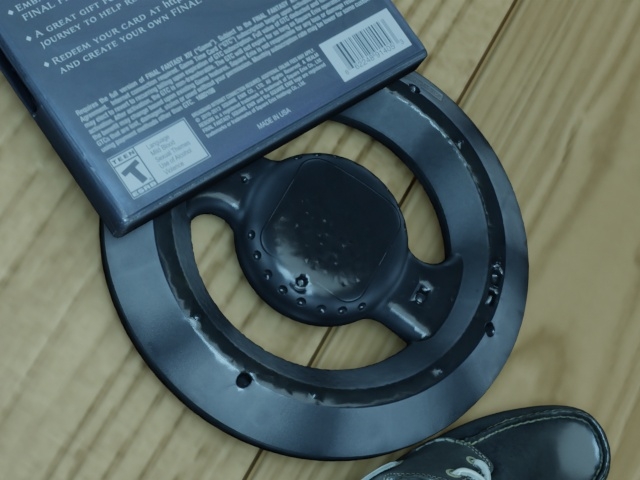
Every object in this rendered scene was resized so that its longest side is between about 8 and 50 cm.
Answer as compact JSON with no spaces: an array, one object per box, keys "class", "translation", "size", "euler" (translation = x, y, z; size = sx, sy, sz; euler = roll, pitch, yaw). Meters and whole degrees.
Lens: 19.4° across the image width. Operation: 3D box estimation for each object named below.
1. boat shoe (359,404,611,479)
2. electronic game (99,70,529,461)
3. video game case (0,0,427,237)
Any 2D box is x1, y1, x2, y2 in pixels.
[{"class":"boat shoe","translation":[0.061,0.143,0.938],"size":[0.233,0.079,0.084],"euler":[-20,85,-28]},{"class":"electronic game","translation":[0.000,0.000,0.958],"size":[0.229,0.048,0.229],"euler":[6,69,-18]},{"class":"video game case","translation":[-0.098,-0.159,0.943],"size":[0.196,0.026,0.274],"euler":[-31,81,-27]}]
